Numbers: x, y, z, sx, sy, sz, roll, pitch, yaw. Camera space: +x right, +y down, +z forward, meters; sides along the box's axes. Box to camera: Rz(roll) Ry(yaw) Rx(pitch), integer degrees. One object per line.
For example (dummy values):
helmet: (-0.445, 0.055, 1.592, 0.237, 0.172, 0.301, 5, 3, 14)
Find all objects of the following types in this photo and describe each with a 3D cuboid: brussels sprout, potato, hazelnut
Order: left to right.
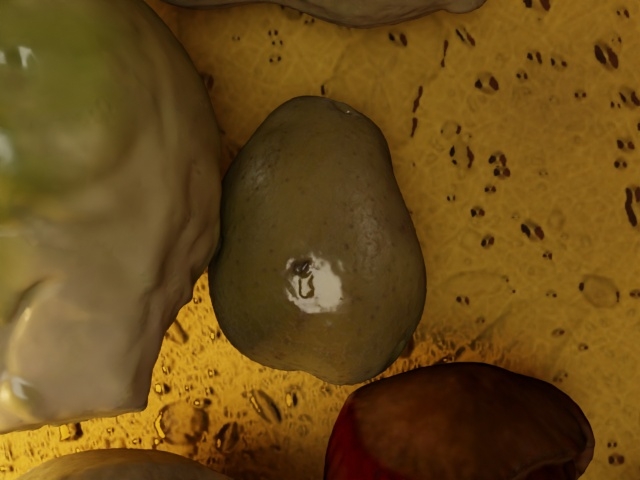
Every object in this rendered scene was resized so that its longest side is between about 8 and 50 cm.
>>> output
brussels sprout: (-0.195, -0.041, 0.426, 0.316, 0.243, 0.273, 54, 131, 23)
potato: (0.000, 0.000, 0.487, 0.157, 0.157, 0.193, 7, 86, 6)
hazelnut: (0.096, 0.163, 0.477, 0.202, 0.170, 0.160, 7, 65, -24)

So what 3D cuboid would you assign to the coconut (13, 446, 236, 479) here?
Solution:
coconut: (-0.136, 0.293, 0.482, 0.323, 0.323, 0.322, 1, 101, 7)

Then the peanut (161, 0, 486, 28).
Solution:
peanut: (-0.011, -0.205, 0.458, 0.257, 0.123, 0.123, 5, 101, 4)
